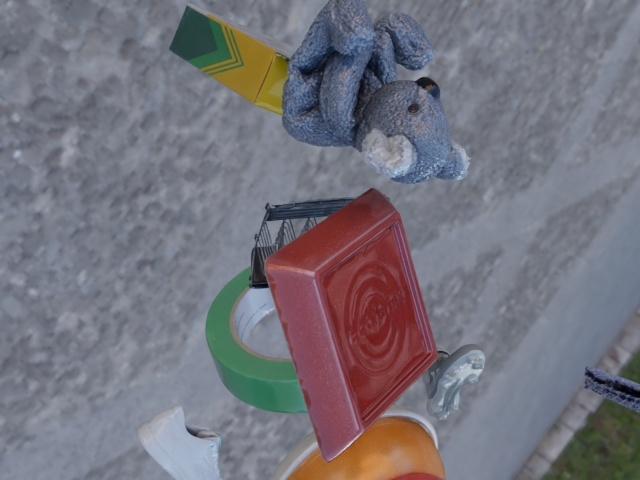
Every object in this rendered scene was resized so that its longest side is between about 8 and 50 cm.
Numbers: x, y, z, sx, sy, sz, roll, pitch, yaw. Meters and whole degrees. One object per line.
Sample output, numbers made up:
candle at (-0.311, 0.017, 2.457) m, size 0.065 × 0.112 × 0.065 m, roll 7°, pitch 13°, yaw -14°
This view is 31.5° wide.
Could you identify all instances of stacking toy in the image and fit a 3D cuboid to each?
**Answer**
stacking toy at (0.145, 0.529, 1.797) m, size 0.351 × 0.480 × 0.350 m, roll -20°, pitch 134°, yaw -22°

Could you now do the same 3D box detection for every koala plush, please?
koala plush at (0.077, -0.150, 1.380) m, size 0.203 × 0.221 × 0.196 m, roll -52°, pitch 154°, yaw 22°

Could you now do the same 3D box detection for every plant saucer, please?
plant saucer at (0.055, 0.094, 1.364) m, size 0.258 × 0.048 × 0.259 m, roll -35°, pitch 113°, yaw -50°

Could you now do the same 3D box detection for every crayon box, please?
crayon box at (-0.057, -0.238, 1.647) m, size 0.203 × 0.323 × 0.083 m, roll 16°, pitch 103°, yaw -39°

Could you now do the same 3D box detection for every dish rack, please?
dish rack at (0.000, 0.000, 1.723) m, size 0.208 × 0.074 × 0.271 m, roll -6°, pitch 164°, yaw -11°

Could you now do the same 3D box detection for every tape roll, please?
tape roll at (-0.025, 0.139, 1.851) m, size 0.321 × 0.321 × 0.077 m, roll -39°, pitch 136°, yaw -30°

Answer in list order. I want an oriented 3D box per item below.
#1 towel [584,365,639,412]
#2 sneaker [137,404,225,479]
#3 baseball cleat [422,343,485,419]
towel at (0.447, 0.185, 1.274) m, size 0.336 × 0.243 × 0.040 m, roll 79°, pitch 22°, yaw -88°
sneaker at (-0.179, 0.332, 1.717) m, size 0.094 × 0.080 × 0.212 m, roll -38°, pitch 121°, yaw -1°
baseball cleat at (0.199, 0.200, 1.791) m, size 0.072 × 0.109 × 0.206 m, roll -1°, pitch 143°, yaw -18°
